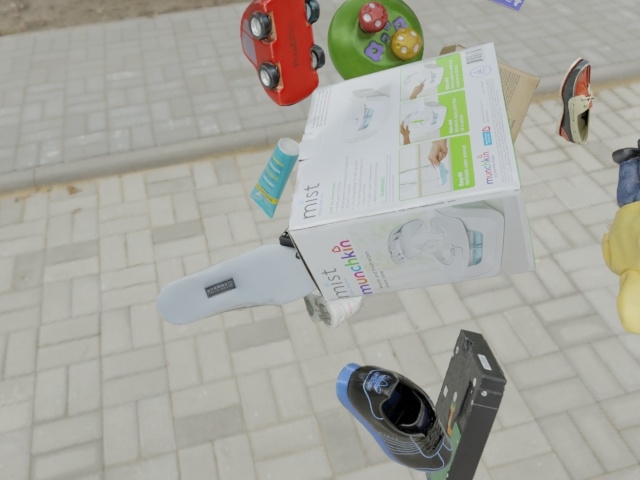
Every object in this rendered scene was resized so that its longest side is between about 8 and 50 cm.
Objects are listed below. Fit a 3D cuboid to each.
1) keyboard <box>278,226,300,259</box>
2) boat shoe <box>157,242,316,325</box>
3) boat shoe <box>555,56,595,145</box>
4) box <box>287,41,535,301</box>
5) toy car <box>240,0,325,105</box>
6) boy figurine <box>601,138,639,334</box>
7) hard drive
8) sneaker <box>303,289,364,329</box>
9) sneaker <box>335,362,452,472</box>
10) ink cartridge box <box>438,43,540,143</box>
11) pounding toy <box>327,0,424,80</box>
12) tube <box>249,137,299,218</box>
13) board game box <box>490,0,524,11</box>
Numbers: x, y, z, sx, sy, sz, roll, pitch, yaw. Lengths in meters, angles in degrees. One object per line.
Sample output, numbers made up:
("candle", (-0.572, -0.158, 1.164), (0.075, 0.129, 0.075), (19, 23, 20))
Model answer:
("keyboard", (0.000, 0.000, 1.265), (0.180, 0.023, 0.108), (11, 52, 34))
("boat shoe", (-0.156, 0.094, 1.393), (0.367, 0.136, 0.156), (-19, 1, 6))
("boat shoe", (0.365, -0.193, 0.909), (0.049, 0.137, 0.043), (-32, 51, -17))
("box", (0.100, -0.082, 0.724), (0.231, 0.127, 0.262), (-12, 43, 17))
("toy car", (-0.032, -0.255, 0.499), (0.053, 0.239, 0.225), (31, 84, 39))
("boy figurine", (0.478, -0.007, 0.927), (0.092, 0.177, 0.285), (11, 73, -13))
("hard drive", (0.311, 0.398, 1.430), (0.064, 0.339, 0.237), (14, 15, -3))
("sneaker", (0.033, 0.141, 1.499), (0.115, 0.090, 0.232), (-18, 16, -18))
("sneaker", (0.117, 0.239, 0.830), (0.090, 0.232, 0.081), (0, 53, 51))
("ink cartridge box", (0.303, -0.249, 1.303), (0.193, 0.235, 0.088), (18, 8, -15))
("pounding toy", (0.113, -0.332, 1.133), (0.182, 0.237, 0.110), (-3, 2, -13))
("tube", (-0.103, -0.140, 1.443), (0.052, 0.207, 0.080), (-24, 67, -39))
("board game box", (0.295, -0.579, 1.091), (0.232, 0.291, 0.141), (5, 38, -31))
